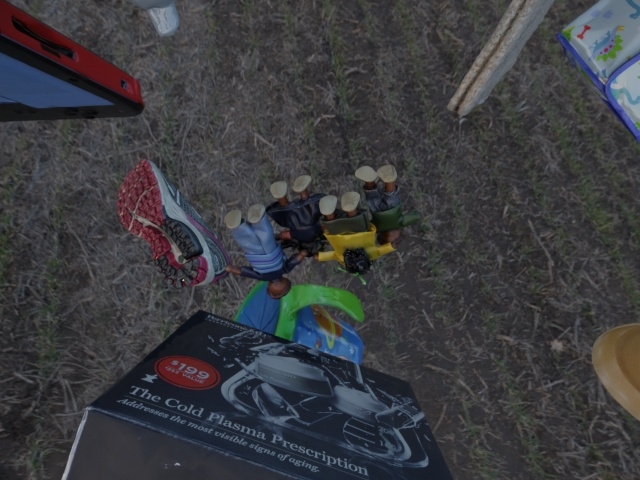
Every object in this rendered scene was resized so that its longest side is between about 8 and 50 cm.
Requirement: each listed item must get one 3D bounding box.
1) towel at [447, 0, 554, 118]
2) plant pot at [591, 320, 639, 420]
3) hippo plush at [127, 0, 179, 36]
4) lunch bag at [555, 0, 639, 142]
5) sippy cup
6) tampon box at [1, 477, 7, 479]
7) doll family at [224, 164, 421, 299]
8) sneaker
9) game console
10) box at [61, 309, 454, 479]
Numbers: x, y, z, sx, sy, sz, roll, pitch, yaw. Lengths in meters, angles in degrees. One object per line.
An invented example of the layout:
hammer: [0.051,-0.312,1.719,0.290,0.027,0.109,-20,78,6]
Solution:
towel: [0.344,-0.362,0.790,0.049,0.282,0.187,37,42,12]
plant pot: [0.461,0.183,0.521,0.032,0.236,0.236,-39,77,-23]
hippo plush: [-0.231,-0.324,0.382,0.237,0.234,0.294,-6,45,-29]
lunch bag: [0.353,-0.200,0.454,0.096,0.129,0.151,-10,67,-54]
sippy cup: [-0.045,0.218,0.870,0.224,0.306,0.239,28,69,-26]
tampon box: [-0.713,0.626,0.939,0.102,0.161,0.120,-34,102,-28]
doll family: [0.000,0.000,0.421,0.193,0.111,0.075,-4,48,15]
sneaker: [-0.281,-0.029,0.814,0.121,0.112,0.299,-44,68,18]
game console: [-0.487,-0.233,0.607,0.343,0.386,0.060,-4,90,9]
box: [-0.054,0.249,0.501,0.344,0.312,0.178,20,94,-2]
